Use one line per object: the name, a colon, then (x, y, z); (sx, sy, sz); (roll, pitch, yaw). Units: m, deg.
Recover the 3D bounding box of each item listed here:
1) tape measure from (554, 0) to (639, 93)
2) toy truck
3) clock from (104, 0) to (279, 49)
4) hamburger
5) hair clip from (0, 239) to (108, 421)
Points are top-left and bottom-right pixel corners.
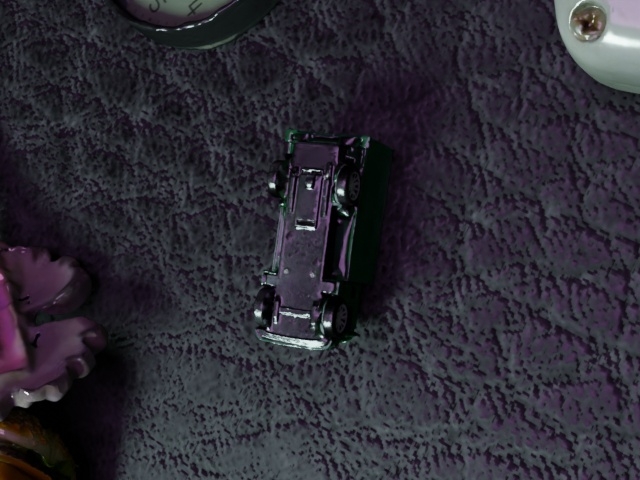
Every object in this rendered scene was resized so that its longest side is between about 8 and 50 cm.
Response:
tape measure: (0.262, -0.209, 0.612); (0.258, 0.130, 0.265); (-3, 84, 22)
toy truck: (0.000, 0.000, 0.735); (0.065, 0.079, 0.147); (7, 87, 24)
clock: (-0.099, -0.241, 0.825); (0.184, 0.040, 0.185); (-3, 84, 24)
hamburger: (-0.264, 0.170, 0.812); (0.165, 0.137, 0.087); (-10, 51, 23)
hair clip: (-0.277, 0.018, 0.841); (0.172, 0.069, 0.300); (-20, 59, -11)
